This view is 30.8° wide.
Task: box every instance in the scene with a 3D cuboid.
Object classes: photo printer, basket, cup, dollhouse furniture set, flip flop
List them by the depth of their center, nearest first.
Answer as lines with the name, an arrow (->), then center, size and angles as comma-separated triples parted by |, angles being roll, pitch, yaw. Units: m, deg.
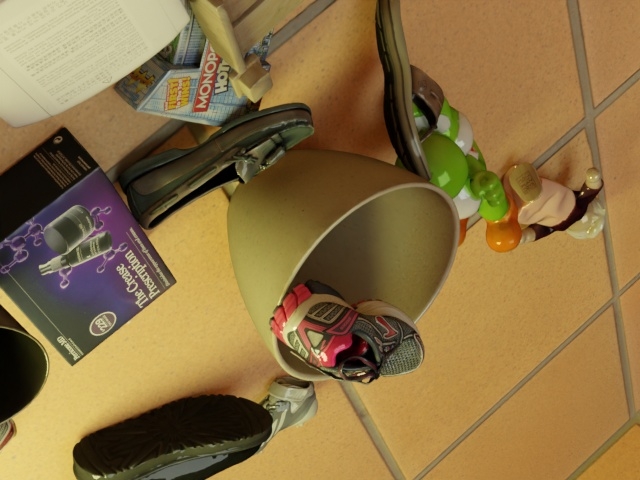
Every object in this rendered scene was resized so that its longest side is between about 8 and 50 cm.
photo printer -> -0.271, -0.238, 1.190 | 0.256, 0.107, 0.307 | -32, 167, -1
basket -> -0.443, 0.091, 1.302 | 0.204, 0.227, 0.154 | 14, 113, -50
dollhouse furniture set -> -0.060, -0.389, 1.345 | 0.303, 0.174, 0.355 | -43, 158, -13
flip flop -> 0.131, -0.215, 1.631 | 0.080, 0.112, 0.277 | -11, 99, -8
cup -> 0.000, 0.000, 1.665 | 0.331, 0.237, 0.331 | -27, 139, -26

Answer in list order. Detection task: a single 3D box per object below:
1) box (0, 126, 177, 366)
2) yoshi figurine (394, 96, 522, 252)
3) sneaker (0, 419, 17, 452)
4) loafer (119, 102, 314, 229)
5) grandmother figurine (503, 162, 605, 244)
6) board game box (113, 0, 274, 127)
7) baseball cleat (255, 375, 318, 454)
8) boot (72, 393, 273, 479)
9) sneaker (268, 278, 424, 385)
box -> -0.320, 0.015, 1.469 | 0.184, 0.103, 0.261 | -38, 143, -9
yoshi figurine -> 0.198, -0.082, 1.837 | 0.203, 0.203, 0.362 | -39, 141, -1
sneaker -> -0.495, 0.326, 1.589 | 0.225, 0.088, 0.093 | -52, 145, 6
loafer -> -0.125, -0.092, 1.511 | 0.268, 0.084, 0.096 | -22, 158, 1
grandmother figurine -> 0.446, -0.068, 2.190 | 0.208, 0.104, 0.342 | -32, 155, 27
board game box -> -0.153, -0.224, 1.449 | 0.194, 0.060, 0.194 | -11, 131, -41
baseball cleat -> -0.096, 0.301, 2.008 | 0.206, 0.072, 0.109 | -29, 127, -31
boot -> -0.246, 0.401, 1.873 | 0.348, 0.131, 0.260 | -11, 125, -25
sneaker -> 0.052, 0.147, 1.560 | 0.299, 0.112, 0.120 | 19, 109, -53
